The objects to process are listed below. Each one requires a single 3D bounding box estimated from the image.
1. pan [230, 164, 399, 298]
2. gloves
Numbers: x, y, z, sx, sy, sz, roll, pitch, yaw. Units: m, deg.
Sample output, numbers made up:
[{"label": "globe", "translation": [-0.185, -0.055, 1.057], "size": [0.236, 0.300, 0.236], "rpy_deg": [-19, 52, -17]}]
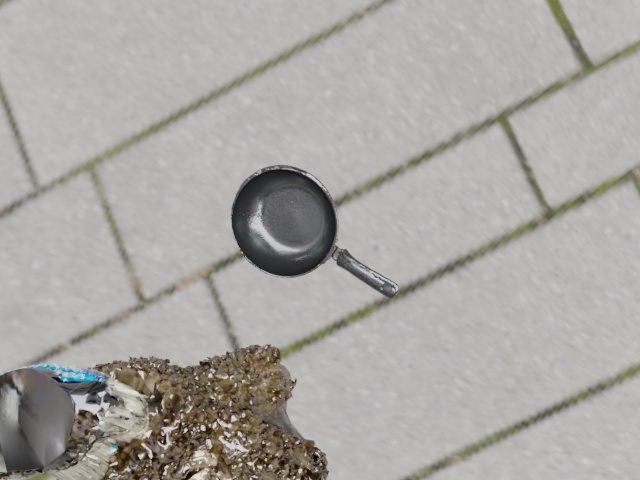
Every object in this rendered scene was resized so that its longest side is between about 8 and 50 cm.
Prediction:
[{"label": "pan", "translation": [0.000, 0.000, 1.042], "size": [0.115, 0.023, 0.068], "rpy_deg": [33, 110, 13]}, {"label": "gloves", "translation": [-0.131, 0.166, 1.476], "size": [0.210, 0.312, 0.135], "rpy_deg": [-34, 49, 27]}]
